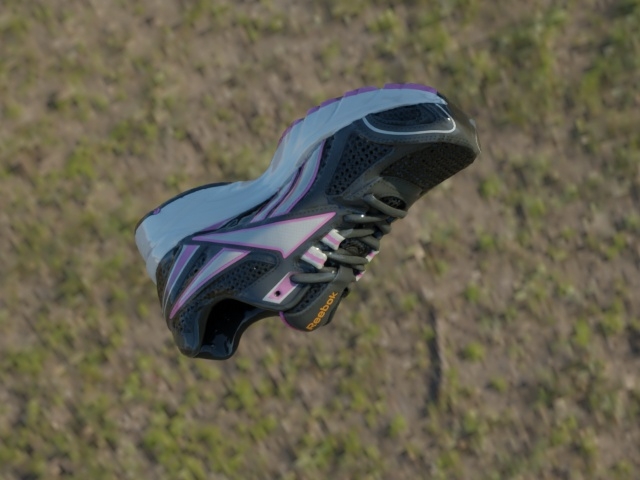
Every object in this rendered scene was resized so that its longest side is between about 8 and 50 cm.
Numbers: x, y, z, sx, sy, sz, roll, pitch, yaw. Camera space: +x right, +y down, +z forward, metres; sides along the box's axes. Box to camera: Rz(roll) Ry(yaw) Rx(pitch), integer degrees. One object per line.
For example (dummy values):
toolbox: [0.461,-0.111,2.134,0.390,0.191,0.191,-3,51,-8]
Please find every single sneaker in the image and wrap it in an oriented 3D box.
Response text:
sneaker: [0.000,0.000,0.847,0.178,0.072,0.077,-31,58,32]
